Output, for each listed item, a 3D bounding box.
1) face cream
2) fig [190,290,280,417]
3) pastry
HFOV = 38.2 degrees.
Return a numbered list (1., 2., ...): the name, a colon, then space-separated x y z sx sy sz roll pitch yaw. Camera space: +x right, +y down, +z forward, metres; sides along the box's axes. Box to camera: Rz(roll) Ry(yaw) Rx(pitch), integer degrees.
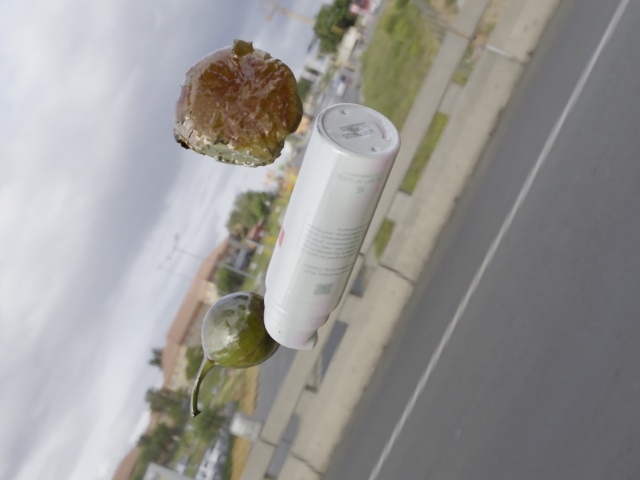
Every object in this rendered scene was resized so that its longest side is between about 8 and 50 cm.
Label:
1. face cream: 0.000 0.000 1.102 0.102 0.102 0.345 -69 0 -47
2. fig: -0.151 0.182 1.454 0.236 0.124 0.124 -54 7 23
3. pastry: -0.146 -0.224 1.584 0.229 0.218 0.100 -23 -10 -9
